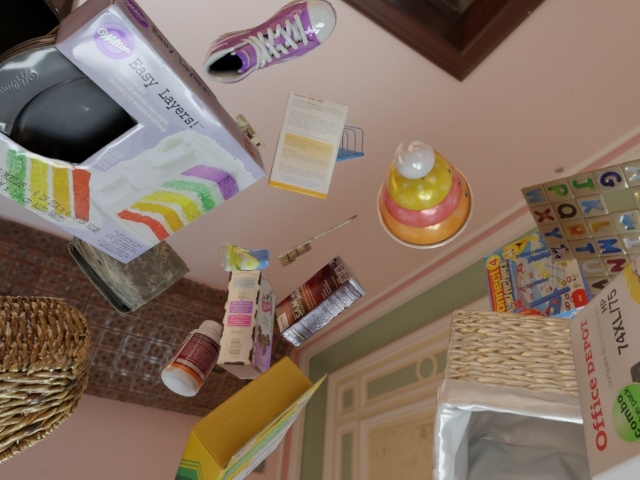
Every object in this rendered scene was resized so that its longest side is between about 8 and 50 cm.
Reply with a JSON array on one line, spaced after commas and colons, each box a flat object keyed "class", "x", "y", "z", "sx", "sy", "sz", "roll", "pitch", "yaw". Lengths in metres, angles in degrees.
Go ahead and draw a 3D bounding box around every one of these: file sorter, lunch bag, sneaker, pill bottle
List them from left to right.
[{"class": "lunch bag", "x": -0.499, "y": 0.055, "z": 1.104, "sx": 0.169, "sy": 0.235, "sz": 0.287, "roll": -41, "pitch": -170, "yaw": -36}, {"class": "pill bottle", "x": -0.266, "y": 0.249, "z": 0.937, "sx": 0.086, "sy": 0.086, "sz": 0.152, "roll": -47, "pitch": -170, "yaw": 41}, {"class": "sneaker", "x": -0.246, "y": 0.062, "z": 1.435, "sx": 0.240, "sy": 0.126, "sz": 0.091, "roll": 21, "pitch": -71, "yaw": 57}, {"class": "sneaker", "x": -0.099, "y": -0.378, "z": 0.853, "sx": 0.282, "sy": 0.102, "sz": 0.161, "roll": -19, "pitch": -147, "yaw": 13}, {"class": "file sorter", "x": 0.063, "y": -0.360, "z": 1.610, "sx": 0.118, "sy": 0.170, "sz": 0.104, "roll": 24, "pitch": -56, "yaw": 43}]

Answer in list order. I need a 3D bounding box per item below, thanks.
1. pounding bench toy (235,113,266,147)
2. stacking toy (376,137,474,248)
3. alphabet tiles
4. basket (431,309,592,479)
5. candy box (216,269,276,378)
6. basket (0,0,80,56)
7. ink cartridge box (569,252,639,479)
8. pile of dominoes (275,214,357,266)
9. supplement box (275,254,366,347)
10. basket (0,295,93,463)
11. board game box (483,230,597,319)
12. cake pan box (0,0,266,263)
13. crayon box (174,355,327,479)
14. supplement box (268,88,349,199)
[{"class": "pounding bench toy", "x": -0.151, "y": -0.187, "z": 0.785, "sx": 0.065, "sy": 0.083, "sz": 0.052, "roll": -36, "pitch": -108, "yaw": 3}, {"class": "stacking toy", "x": 0.327, "y": -0.184, "z": 1.417, "sx": 0.480, "sy": 0.351, "sz": 0.350, "roll": 39, "pitch": 69, "yaw": -69}, {"class": "alphabet tiles", "x": 0.476, "y": -0.008, "z": 0.727, "sx": 0.009, "sy": 0.237, "sz": 0.198, "roll": -40, "pitch": -165, "yaw": -34}, {"class": "basket", "x": 0.346, "y": 0.312, "z": 0.675, "sx": 0.266, "sy": 0.331, "sz": 0.328, "roll": -51, "pitch": 140, "yaw": -63}, {"class": "candy box", "x": -0.150, "y": 0.181, "z": 0.924, "sx": 0.165, "sy": 0.070, "sz": 0.196, "roll": 76, "pitch": 15, "yaw": -63}, {"class": "basket", "x": -0.348, "y": -0.348, "z": 0.485, "sx": 0.154, "sy": 0.204, "sz": 0.226, "roll": -10, "pitch": -118, "yaw": 29}, {"class": "ink cartridge box", "x": 0.388, "y": 0.101, "z": 0.365, "sx": 0.198, "sy": 0.197, "sz": 0.270, "roll": -66, "pitch": 172, "yaw": -45}, {"class": "pile of dominoes", "x": 0.000, "y": 0.000, "z": 1.233, "sx": 0.251, "sy": 0.040, "sz": 0.196, "roll": -27, "pitch": -179, "yaw": 16}, {"class": "supplement box", "x": -0.007, "y": 0.161, "z": 1.171, "sx": 0.239, "sy": 0.073, "sz": 0.130, "roll": -40, "pitch": -151, "yaw": 6}, {"class": "basket", "x": -0.551, "y": 0.256, "z": 0.802, "sx": 0.299, "sy": 0.214, "sz": 0.223, "roll": 25, "pitch": -76, "yaw": 52}, {"class": "board game box", "x": 0.690, "y": 0.133, "z": 1.386, "sx": 0.302, "sy": 0.086, "sz": 0.308, "roll": -36, "pitch": -144, "yaw": 43}, {"class": "cake pan box", "x": -0.234, "y": -0.109, "z": 0.501, "sx": 0.246, "sy": 0.267, "sz": 0.070, "roll": -31, "pitch": -130, "yaw": 8}, {"class": "crayon box", "x": -0.130, "y": 0.332, "z": 0.748, "sx": 0.083, "sy": 0.203, "sz": 0.323, "roll": 44, "pitch": -46, "yaw": 19}, {"class": "supplement box", "x": -0.014, "y": -0.098, "z": 0.450, "sx": 0.036, "sy": 0.062, "sz": 0.098, "roll": -128, "pitch": -128, "yaw": -78}]
